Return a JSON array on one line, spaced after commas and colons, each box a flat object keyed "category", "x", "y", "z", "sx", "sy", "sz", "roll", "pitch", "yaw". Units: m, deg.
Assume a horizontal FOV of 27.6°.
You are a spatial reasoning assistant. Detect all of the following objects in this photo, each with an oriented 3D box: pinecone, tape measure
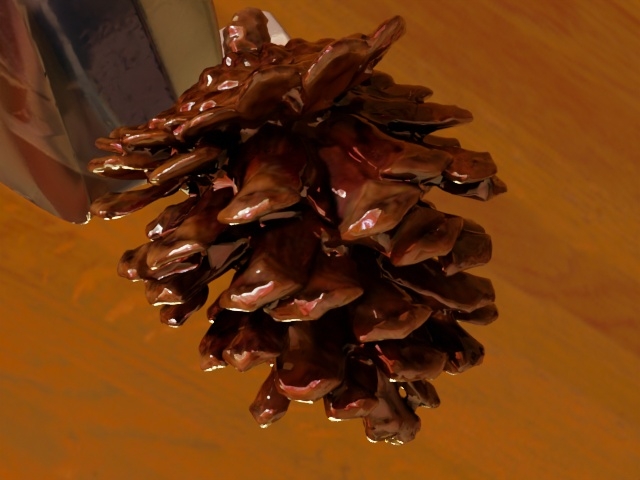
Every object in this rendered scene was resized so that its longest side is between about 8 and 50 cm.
[{"category": "pinecone", "x": 0.002, "y": -0.001, "z": 0.623, "sx": 0.168, "sy": 0.185, "sz": 0.212, "roll": -46, "pitch": 106, "yaw": -16}, {"category": "tape measure", "x": -0.184, "y": -0.171, "z": 0.808, "sx": 0.259, "sy": 0.138, "sz": 0.262, "roll": 30, "pitch": 144, "yaw": 36}]

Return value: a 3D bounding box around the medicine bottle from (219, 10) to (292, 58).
[{"category": "medicine bottle", "x": -0.109, "y": -0.174, "z": 1.477, "sx": 0.183, "sy": 0.119, "sz": 0.069, "roll": -32, "pitch": 151, "yaw": -6}]
